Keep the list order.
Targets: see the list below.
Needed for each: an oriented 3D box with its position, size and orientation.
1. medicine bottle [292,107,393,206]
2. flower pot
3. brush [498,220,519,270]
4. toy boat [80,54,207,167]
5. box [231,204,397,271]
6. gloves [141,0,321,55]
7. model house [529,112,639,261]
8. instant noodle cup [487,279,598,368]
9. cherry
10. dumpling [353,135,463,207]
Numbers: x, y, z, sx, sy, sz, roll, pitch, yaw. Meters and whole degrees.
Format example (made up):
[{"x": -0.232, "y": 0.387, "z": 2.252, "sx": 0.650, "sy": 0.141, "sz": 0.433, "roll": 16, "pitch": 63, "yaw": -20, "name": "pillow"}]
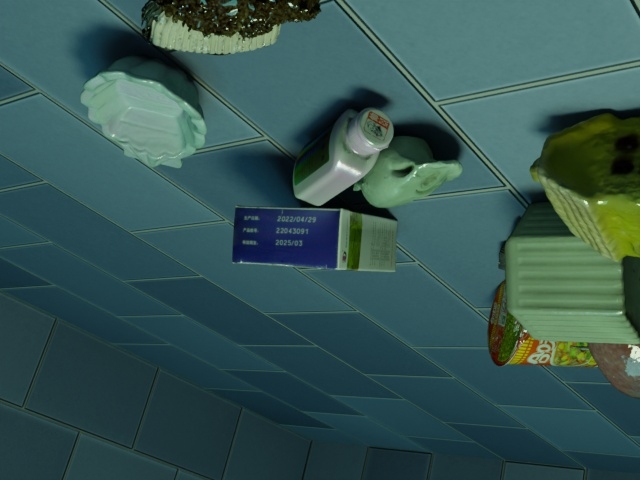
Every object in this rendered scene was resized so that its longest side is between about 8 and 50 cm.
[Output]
[{"x": 0.034, "y": -0.137, "z": 1.329, "sx": 0.078, "sy": 0.115, "sz": 0.219, "roll": 24, "pitch": 156, "yaw": -19, "name": "medicine bottle"}, {"x": 0.429, "y": 0.049, "z": 1.398, "sx": 0.190, "sy": 0.239, "sz": 0.209, "roll": -1, "pitch": 120, "yaw": 36, "name": "flower pot"}, {"x": 0.348, "y": 0.011, "z": 1.584, "sx": 0.032, "sy": 0.043, "sz": 0.193, "roll": 25, "pitch": 160, "yaw": 21, "name": "brush"}, {"x": -0.269, "y": -0.211, "z": 1.364, "sx": 0.199, "sy": 0.100, "sz": 0.290, "roll": 16, "pitch": 156, "yaw": -3, "name": "toy boat"}, {"x": 0.000, "y": 0.000, "z": 1.543, "sx": 0.200, "sy": 0.106, "sz": 0.299, "roll": 3, "pitch": 180, "yaw": 23, "name": "box"}, {"x": -0.094, "y": -0.310, "z": 0.983, "sx": 0.210, "sy": 0.135, "sz": 0.312, "roll": 22, "pitch": 155, "yaw": -6, "name": "gloves"}, {"x": 0.428, "y": -0.079, "z": 1.194, "sx": 0.234, "sy": 0.174, "sz": 0.193, "roll": 10, "pitch": 160, "yaw": 37, "name": "model house"}, {"x": 0.475, "y": 0.180, "z": 1.745, "sx": 0.212, "sy": 0.193, "sz": 0.193, "roll": 10, "pitch": 158, "yaw": -8, "name": "instant noodle cup"}, {"x": 0.607, "y": 0.183, "z": 1.591, "sx": 0.285, "sy": 0.212, "sz": 0.236, "roll": -16, "pitch": 147, "yaw": 28, "name": "cherry"}, {"x": 0.134, "y": -0.117, "z": 1.360, "sx": 0.219, "sy": 0.153, "sz": 0.108, "roll": -5, "pitch": 111, "yaw": 60, "name": "dumpling"}]
